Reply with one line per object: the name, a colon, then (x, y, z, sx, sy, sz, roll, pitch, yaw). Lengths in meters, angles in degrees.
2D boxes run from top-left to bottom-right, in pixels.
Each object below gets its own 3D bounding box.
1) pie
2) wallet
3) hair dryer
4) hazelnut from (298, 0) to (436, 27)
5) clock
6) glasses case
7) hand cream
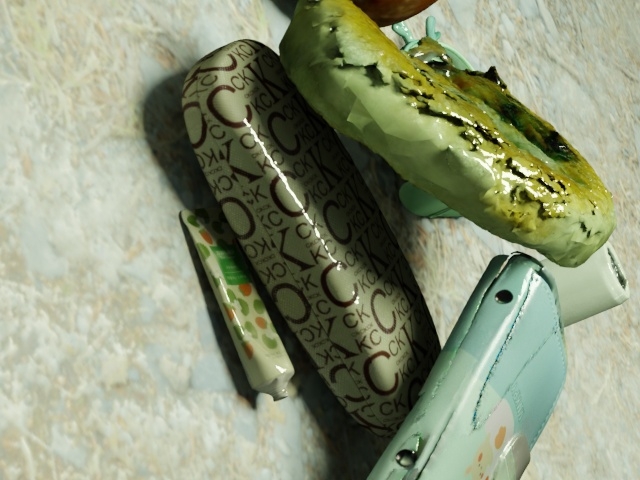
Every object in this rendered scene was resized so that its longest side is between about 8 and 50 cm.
pie: (0.120, -0.093, 1.262, 0.296, 0.078, 0.371, 49, 21, 26)
wallet: (0.119, 0.154, 1.209, 0.250, 0.075, 0.176, -57, 150, -26)
hair dryer: (0.267, 0.054, 1.568, 0.236, 0.131, 0.073, 6, 62, -69)
hazelnut: (0.042, -0.312, 1.371, 0.234, 0.218, 0.218, 61, 33, -10)
clock: (0.116, -0.128, 1.492, 0.159, 0.066, 0.211, 1, 70, -55)
glasses case: (0.000, 0.000, 1.229, 0.354, 0.085, 0.137, 61, 30, -14)
hand cream: (-0.062, 0.048, 1.171, 0.057, 0.037, 0.165, -6, 70, -56)
